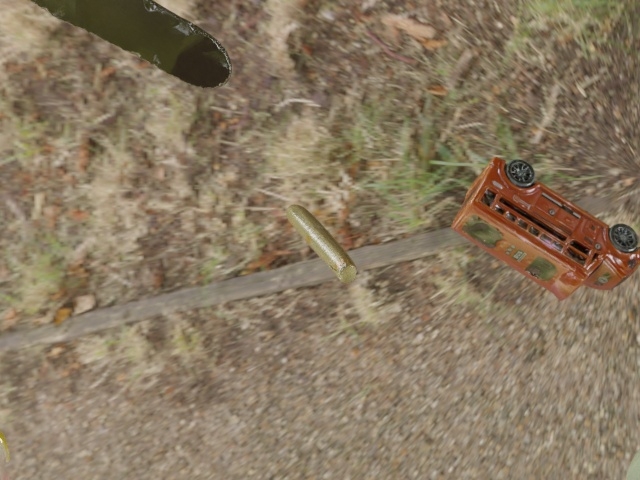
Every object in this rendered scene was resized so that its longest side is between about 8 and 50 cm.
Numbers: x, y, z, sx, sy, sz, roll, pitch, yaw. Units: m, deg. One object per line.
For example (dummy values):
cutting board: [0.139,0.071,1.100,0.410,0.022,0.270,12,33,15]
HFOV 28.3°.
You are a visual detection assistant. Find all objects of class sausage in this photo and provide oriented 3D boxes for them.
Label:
sausage: [0.000,0.000,1.231,0.024,0.024,0.132,-54,38,11]

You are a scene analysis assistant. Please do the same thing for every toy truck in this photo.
toy truck: [0.315,-0.003,1.762,0.253,0.107,0.114,33,58,1]

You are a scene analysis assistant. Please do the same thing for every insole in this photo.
insole: [-0.236,-0.254,1.327,0.328,0.007,0.111,31,139,-5]

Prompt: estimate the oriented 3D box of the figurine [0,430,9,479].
figurine: [-0.365,0.279,1.360,0.185,0.234,0.127,7,136,2]

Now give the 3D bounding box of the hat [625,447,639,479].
hat: [0.231,0.150,0.807,0.081,0.122,0.166,24,135,-3]
